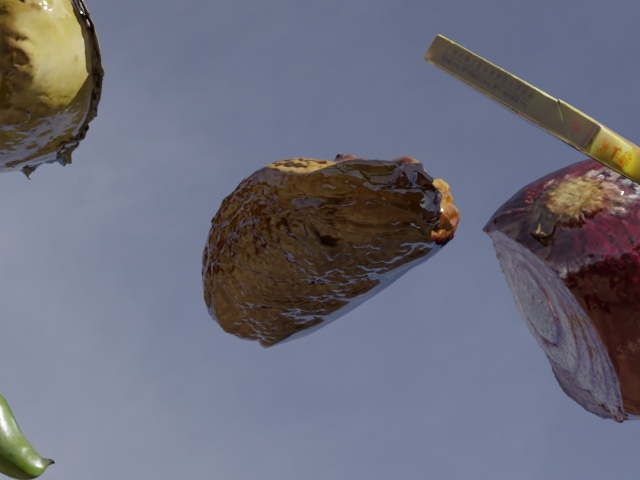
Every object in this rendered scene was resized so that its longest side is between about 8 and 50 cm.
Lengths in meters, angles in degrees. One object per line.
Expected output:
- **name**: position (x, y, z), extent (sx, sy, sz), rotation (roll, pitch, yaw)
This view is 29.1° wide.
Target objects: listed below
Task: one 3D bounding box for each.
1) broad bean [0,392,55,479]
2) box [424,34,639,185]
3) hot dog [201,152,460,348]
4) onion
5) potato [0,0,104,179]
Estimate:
- **broad bean**: position (-0.346, 0.122, 1.099), extent (0.297, 0.060, 0.043), rotation (29, -21, 24)
- **box**: position (0.144, -0.084, 0.798), extent (0.089, 0.156, 0.022), rotation (20, -76, -43)
- **hot dog**: position (0.002, 0.002, 0.925), extent (0.160, 0.099, 0.227), rotation (8, -34, -40)
- **onion**: position (0.290, 0.032, 1.092), extent (0.207, 0.206, 0.216), rotation (-38, -60, -10)
- **potato**: position (-0.457, -0.143, 1.263), extent (0.397, 0.296, 0.290), rotation (18, -51, 34)
